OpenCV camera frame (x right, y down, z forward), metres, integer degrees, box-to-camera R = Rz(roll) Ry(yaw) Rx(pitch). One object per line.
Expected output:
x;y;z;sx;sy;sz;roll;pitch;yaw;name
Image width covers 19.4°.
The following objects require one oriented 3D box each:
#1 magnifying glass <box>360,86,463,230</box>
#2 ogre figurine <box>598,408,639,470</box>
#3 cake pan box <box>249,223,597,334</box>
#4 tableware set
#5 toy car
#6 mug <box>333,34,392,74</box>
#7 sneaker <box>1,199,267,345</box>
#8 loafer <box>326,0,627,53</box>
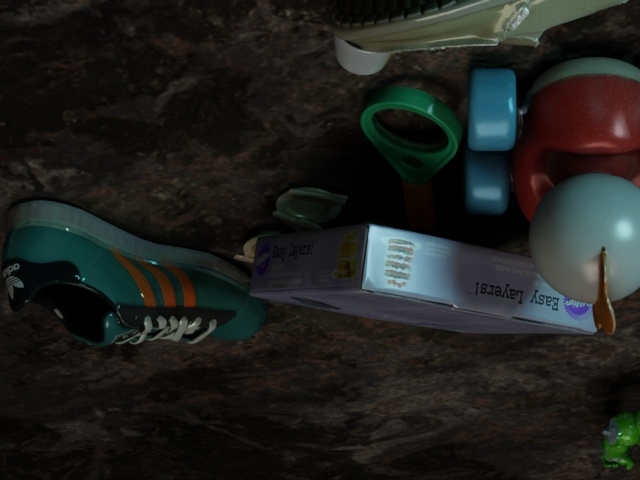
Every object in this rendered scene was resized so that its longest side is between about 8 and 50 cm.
0.088;-0.073;1.737;0.092;0.026;0.231;13;153;13;magnifying glass
0.405;0.211;2.137;0.197;0.096;0.118;0;163;26;ogre figurine
0.101;0.043;1.782;0.267;0.070;0.246;11;174;-24;cake pan box
0.000;0.000;1.881;0.141;0.020;0.169;17;146;-24;tableware set
0.236;-0.016;1.628;0.219;0.238;0.210;1;149;3;toy car
0.045;-0.168;1.561;0.078;0.062;0.064;11;157;-1;mug
-0.191;0.066;1.904;0.302;0.121;0.108;20;145;-28;sneaker
0.136;-0.194;1.469;0.269;0.102;0.092;-11;141;20;loafer
